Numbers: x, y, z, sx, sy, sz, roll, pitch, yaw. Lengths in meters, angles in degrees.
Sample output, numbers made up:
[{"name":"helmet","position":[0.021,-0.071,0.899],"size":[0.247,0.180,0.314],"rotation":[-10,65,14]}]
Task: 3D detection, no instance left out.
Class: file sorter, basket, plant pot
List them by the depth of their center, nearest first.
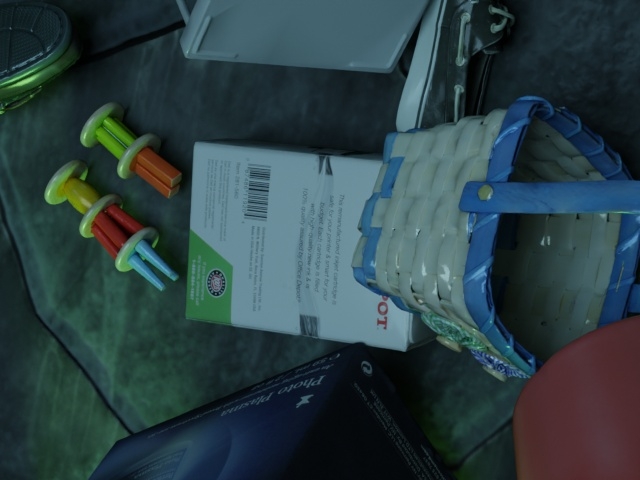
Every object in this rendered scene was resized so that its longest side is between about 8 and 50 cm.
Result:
[{"name":"plant pot","position":[0.262,0.203,1.291],"size":[0.275,0.275,0.243],"rotation":[-39,43,24]},{"name":"basket","position":[0.194,0.010,1.379],"size":[0.289,0.254,0.201],"rotation":[-3,67,38]},{"name":"file sorter","position":[0.001,-0.296,1.422],"size":[0.278,0.192,0.173],"rotation":[-62,38,39]}]

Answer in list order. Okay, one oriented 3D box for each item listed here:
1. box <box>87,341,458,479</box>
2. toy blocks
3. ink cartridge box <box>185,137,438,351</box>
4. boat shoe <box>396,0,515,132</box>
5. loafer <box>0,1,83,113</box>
[{"name":"box","position":[-0.080,0.266,1.476],"size":[0.296,0.294,0.183],"rotation":[-25,107,31]},{"name":"toy blocks","position":[-0.171,-0.037,1.662],"size":[0.148,0.054,0.123],"rotation":[42,111,17]},{"name":"ink cartridge box","position":[0.000,0.000,1.559],"size":[0.219,0.092,0.160],"rotation":[8,99,25]},{"name":"boat shoe","position":[0.126,-0.179,1.495],"size":[0.070,0.078,0.219],"rotation":[22,112,24]},{"name":"loafer","position":[-0.335,-0.157,1.730],"size":[0.267,0.084,0.096],"rotation":[-14,58,23]}]
